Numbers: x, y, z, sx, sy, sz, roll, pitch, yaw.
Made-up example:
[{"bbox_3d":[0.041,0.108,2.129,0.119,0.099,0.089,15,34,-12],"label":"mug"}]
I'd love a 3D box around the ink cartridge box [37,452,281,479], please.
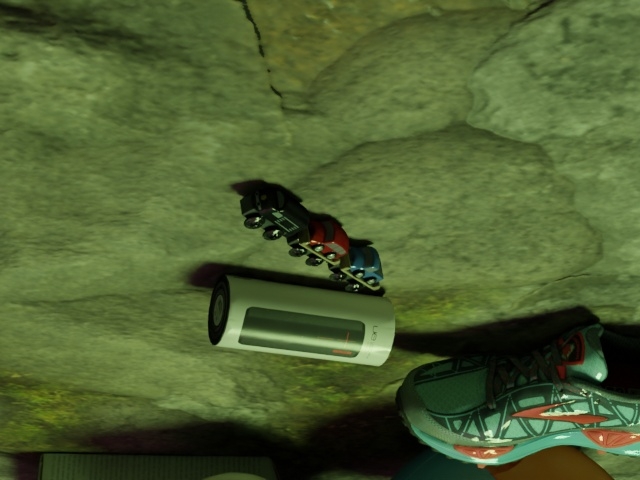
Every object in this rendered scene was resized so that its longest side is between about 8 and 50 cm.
[{"bbox_3d":[-0.138,0.332,1.710,0.330,0.071,0.324,2,146,-5],"label":"ink cartridge box"}]

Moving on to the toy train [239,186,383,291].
[{"bbox_3d":[0.000,0.000,1.072,0.036,0.027,0.158,-25,147,23],"label":"toy train"}]

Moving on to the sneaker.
[{"bbox_3d":[0.192,0.109,1.265,0.262,0.104,0.125,-2,139,-7],"label":"sneaker"}]

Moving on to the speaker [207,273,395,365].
[{"bbox_3d":[-0.013,0.061,1.173,0.136,0.055,0.055,9,154,-20],"label":"speaker"}]

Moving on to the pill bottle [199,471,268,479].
[{"bbox_3d":[-0.039,0.366,1.550,0.169,0.169,0.301,-11,144,22],"label":"pill bottle"}]

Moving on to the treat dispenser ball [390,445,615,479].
[{"bbox_3d":[0.175,0.324,1.479,0.288,0.288,0.288,0,156,0],"label":"treat dispenser ball"}]
